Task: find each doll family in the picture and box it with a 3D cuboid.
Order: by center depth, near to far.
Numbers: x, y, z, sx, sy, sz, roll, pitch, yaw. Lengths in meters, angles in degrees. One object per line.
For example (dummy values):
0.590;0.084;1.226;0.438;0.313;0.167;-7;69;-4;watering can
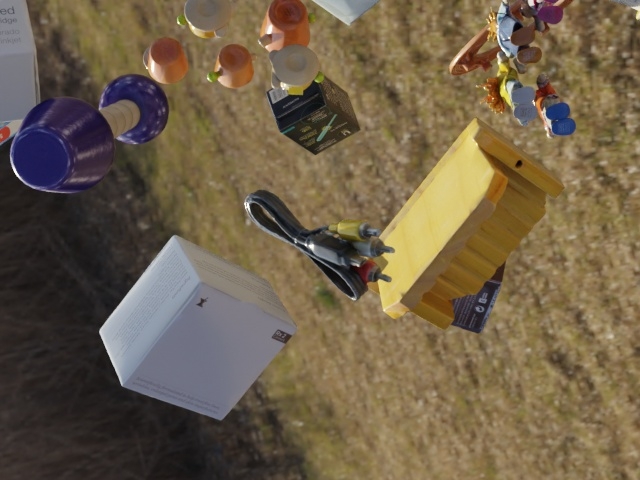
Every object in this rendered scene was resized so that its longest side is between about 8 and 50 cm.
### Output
0.281;-0.267;1.459;0.163;0.118;0.262;-91;-8;-68;doll family

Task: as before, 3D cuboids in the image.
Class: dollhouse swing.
0.274;0.016;1.778;0.346;0.315;0.305;-52;28;14;dollhouse swing

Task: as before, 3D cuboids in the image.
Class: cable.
0.000;0.000;1.629;0.287;0.072;0.139;26;139;41;cable

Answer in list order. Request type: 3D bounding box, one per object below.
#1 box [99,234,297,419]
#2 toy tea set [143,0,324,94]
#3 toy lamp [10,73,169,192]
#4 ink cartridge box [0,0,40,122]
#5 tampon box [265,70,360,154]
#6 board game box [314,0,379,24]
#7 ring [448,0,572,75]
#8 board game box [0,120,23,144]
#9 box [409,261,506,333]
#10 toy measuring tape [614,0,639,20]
-0.164;0.120;1.374;0.182;0.181;0.119;-51;41;12;box
-0.160;-0.357;1.914;0.124;0.336;0.200;104;169;-70;toy tea set
-0.194;-0.096;0.876;0.274;0.080;0.080;-78;-10;-73;toy lamp
-0.427;-0.273;1.046;0.129;0.223;0.307;117;139;-62;ink cartridge box
-0.014;-0.268;2.118;0.120;0.161;0.101;-27;66;19;tampon box
0.094;-0.414;1.102;0.224;0.098;0.303;-27;40;50;board game box
0.378;-0.395;1.845;0.032;0.337;0.336;57;143;7;ring
-0.589;-0.339;1.571;0.308;0.086;0.302;42;157;14;board game box
0.294;0.052;2.145;0.168;0.167;0.203;102;-174;-46;box
0.448;-0.341;1.321;0.330;0.121;0.121;21;127;3;toy measuring tape
